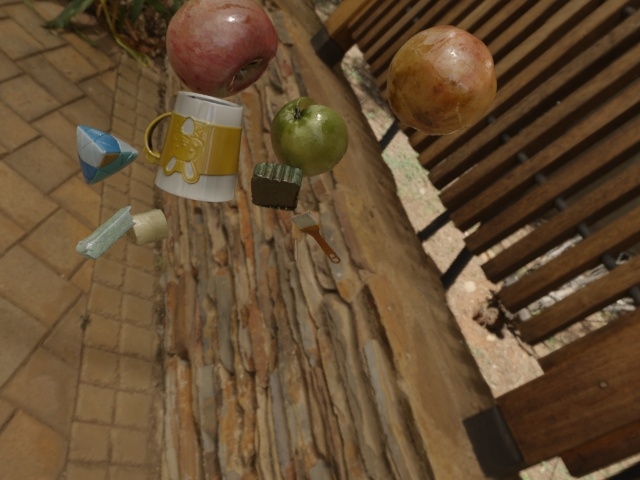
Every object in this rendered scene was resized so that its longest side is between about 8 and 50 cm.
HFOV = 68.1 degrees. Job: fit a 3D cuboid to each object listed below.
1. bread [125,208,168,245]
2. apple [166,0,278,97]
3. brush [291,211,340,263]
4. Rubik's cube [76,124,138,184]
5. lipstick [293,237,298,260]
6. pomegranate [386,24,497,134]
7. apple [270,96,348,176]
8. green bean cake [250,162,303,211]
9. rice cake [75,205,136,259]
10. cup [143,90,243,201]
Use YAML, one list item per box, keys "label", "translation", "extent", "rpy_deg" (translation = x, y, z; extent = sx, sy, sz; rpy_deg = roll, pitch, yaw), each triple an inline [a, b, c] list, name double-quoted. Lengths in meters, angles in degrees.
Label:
- label: "bread"
  translation: [-0.711, -0.051, 1.920]
  extent: [0.141, 0.148, 0.134]
  rpy_deg: [-22, 92, -35]
- label: "apple"
  translation: [-0.317, -0.618, 1.489]
  extent: [0.269, 0.345, 0.345]
  rpy_deg: [49, 24, 4]
- label: "brush"
  translation: [0.000, 0.000, 1.913]
  extent: [0.314, 0.090, 0.017]
  rpy_deg: [52, 36, -37]
- label: "Rubik's cube"
  translation: [-0.842, -0.343, 1.913]
  extent: [0.254, 0.254, 0.254]
  rpy_deg: [40, 27, -25]
- label: "lipstick"
  translation: [-0.105, 0.038, 2.012]
  extent: [0.019, 0.019, 0.094]
  rpy_deg: [-12, 102, -64]
- label: "pomegranate"
  translation: [0.372, -0.491, 1.433]
  extent: [0.338, 0.338, 0.338]
  rpy_deg: [40, 27, -25]
- label: "apple"
  translation: [-0.043, -0.382, 1.742]
  extent: [0.254, 0.292, 0.292]
  rpy_deg: [55, 13, -51]
- label: "green bean cake"
  translation: [-0.154, -0.194, 1.680]
  extent: [0.173, 0.181, 0.094]
  rpy_deg: [8, 59, -2]
- label: "rice cake"
  translation: [-0.652, -0.021, 1.448]
  extent: [0.206, 0.069, 0.063]
  rpy_deg: [-58, 136, -42]
- label: "cup"
  translation: [-0.295, -0.220, 1.084]
  extent: [0.241, 0.226, 0.185]
  rpy_deg: [19, 19, 8]
